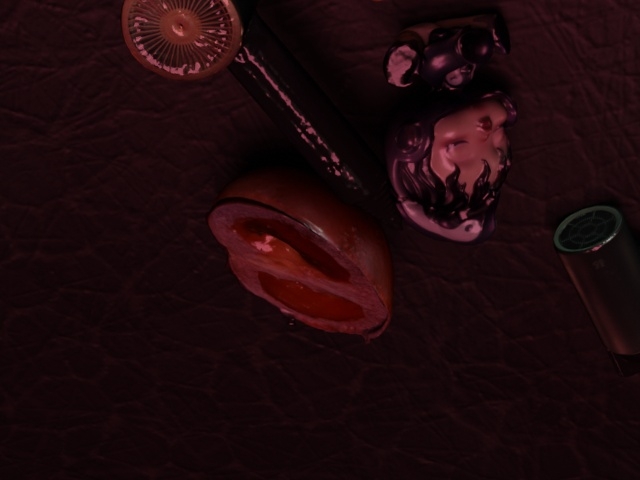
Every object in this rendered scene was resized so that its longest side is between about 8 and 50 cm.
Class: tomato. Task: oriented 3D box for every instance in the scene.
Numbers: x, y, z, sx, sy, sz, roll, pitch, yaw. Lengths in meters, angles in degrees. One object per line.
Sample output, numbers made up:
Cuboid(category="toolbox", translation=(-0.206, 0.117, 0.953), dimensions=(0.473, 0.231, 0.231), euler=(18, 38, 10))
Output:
Cuboid(category="tomato", translation=(0.000, 0.000, 1.319), dimensions=(0.199, 0.112, 0.228), euler=(22, 155, 20))

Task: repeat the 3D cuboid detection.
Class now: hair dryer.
Cuboid(category="hair dryer", translation=(0.388, 0.026, 1.344), dimensions=(0.248, 0.078, 0.195), euler=(-25, 118, 14))
Cuboid(category="hair dryer", translation=(-0.030, -0.143, 1.208), dimensions=(0.107, 0.189, 0.352), euler=(-29, 117, 25))

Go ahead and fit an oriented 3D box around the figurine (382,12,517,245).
Cuboid(category="figurine", translation=(0.112, -0.100, 1.258), dimensions=(0.145, 0.145, 0.222), euler=(-3, 112, 8))
